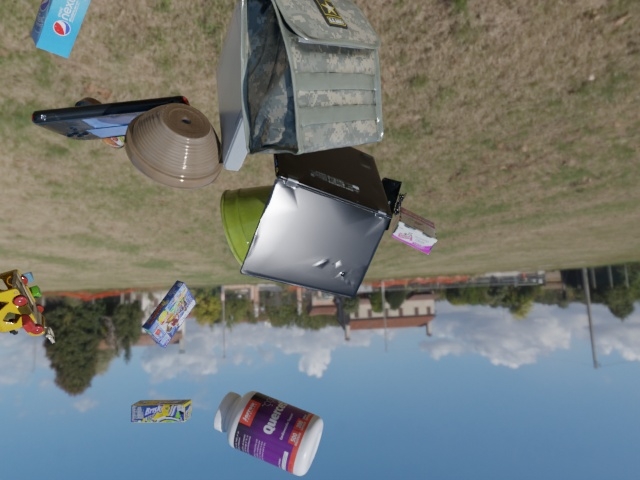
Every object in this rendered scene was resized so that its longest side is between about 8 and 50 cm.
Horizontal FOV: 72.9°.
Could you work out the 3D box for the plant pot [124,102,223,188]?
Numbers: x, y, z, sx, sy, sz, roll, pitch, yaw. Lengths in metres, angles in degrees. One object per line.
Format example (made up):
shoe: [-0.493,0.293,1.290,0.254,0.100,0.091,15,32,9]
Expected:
plant pot: [-0.334,-0.246,1.037,0.238,0.237,0.109,3,146,-33]

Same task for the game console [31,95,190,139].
game console: [-0.563,-0.349,1.258,0.387,0.060,0.342,-10,-169,-10]

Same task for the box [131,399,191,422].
box: [-0.484,0.519,1.322,0.169,0.054,0.059,-2,174,6]

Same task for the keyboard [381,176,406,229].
keyboard: [0.251,-0.129,1.596,0.100,0.191,0.038,17,-171,11]

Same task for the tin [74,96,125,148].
tin: [-0.728,-0.393,1.453,0.106,0.040,0.189,-18,126,38]

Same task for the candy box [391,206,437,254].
candy box: [0.368,-0.044,1.710,0.159,0.071,0.233,27,-159,2]

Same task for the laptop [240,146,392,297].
laptop: [-0.016,-0.095,1.258,0.382,0.407,0.236,17,137,-31]

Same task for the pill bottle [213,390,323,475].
pill bottle: [-0.166,0.597,1.377,0.323,0.181,0.181,16,177,14]

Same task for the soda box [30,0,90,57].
soda box: [-0.591,-0.539,0.997,0.071,0.067,0.210,5,130,-52]

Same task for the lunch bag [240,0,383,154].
lunch bag: [-0.013,-0.309,0.777,0.169,0.286,0.235,9,-160,43]

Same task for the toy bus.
toy bus: [-0.769,0.176,1.083,0.105,0.202,0.191,-18,172,-22]

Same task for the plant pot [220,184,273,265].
plant pot: [-0.194,-0.093,1.890,0.353,0.366,0.366,-15,171,9]

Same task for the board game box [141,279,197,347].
board game box: [-0.526,0.259,1.528,0.035,0.201,0.136,15,143,21]

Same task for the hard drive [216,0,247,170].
hard drive: [-0.205,-0.382,1.072,0.047,0.352,0.233,5,145,-27]
